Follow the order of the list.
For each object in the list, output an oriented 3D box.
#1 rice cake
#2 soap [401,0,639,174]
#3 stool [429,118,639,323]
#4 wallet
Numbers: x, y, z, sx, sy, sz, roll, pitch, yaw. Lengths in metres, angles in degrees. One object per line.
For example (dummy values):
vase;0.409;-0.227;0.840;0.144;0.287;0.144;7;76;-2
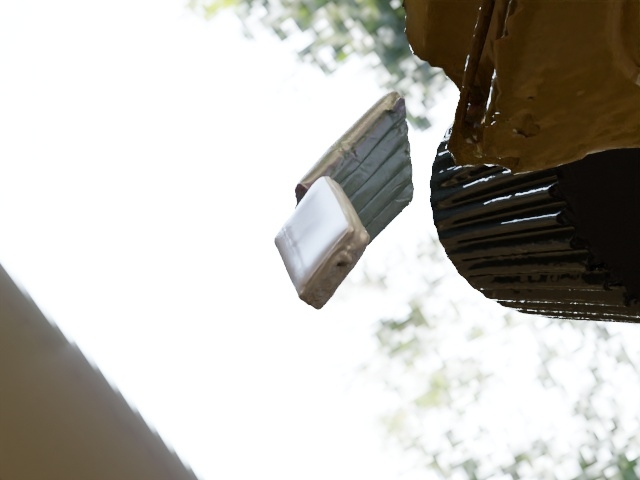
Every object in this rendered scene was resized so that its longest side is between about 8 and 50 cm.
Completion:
rice cake;0.039;-0.055;1.937;0.198;0.037;0.189;-49;-30;-31
soap;0.145;-0.150;0.635;0.324;0.204;0.096;97;158;-62
stool;0.276;-0.058;1.632;0.297;0.297;0.330;54;163;-6
wallet;0.000;0.000;1.685;0.033;0.095;0.190;33;-171;-18
